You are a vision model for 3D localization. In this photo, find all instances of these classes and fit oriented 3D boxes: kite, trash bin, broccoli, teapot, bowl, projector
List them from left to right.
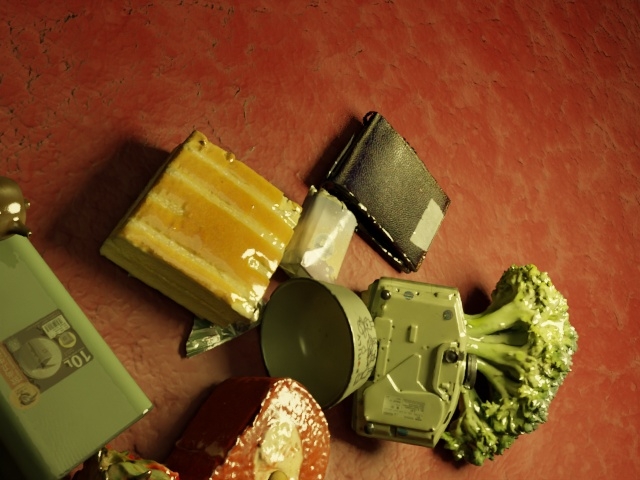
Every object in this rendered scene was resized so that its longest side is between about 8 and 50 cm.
[{"bbox_3d":[-0.360,-0.041,0.779,0.068,0.076,0.121,-12,47,-44],"label":"teapot"},{"bbox_3d":[-0.391,0.125,0.863,0.158,0.223,0.343,-37,95,-36],"label":"trash bin"},{"bbox_3d":[-0.188,0.080,1.137,0.250,0.012,0.229,23,60,-25],"label":"kite"},{"bbox_3d":[0.011,0.160,1.132,0.112,0.211,0.211,-3,76,-45],"label":"bowl"},{"bbox_3d":[0.160,0.206,1.179,0.194,0.088,0.269,8,95,6],"label":"projector"},{"bbox_3d":[0.296,0.160,1.323,0.397,0.275,0.353,45,49,5],"label":"broccoli"}]

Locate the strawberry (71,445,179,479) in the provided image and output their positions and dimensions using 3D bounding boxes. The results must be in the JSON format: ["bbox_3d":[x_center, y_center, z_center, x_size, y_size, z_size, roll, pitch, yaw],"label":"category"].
[{"bbox_3d":[-0.244,0.394,0.844,0.150,0.253,0.280,22,65,-22],"label":"strawberry"}]

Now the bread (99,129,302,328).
[{"bbox_3d":[-0.171,-0.016,1.111,0.246,0.111,0.239,36,56,-14],"label":"bread"}]

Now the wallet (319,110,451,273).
[{"bbox_3d":[0.134,-0.093,1.379,0.262,0.071,0.221,44,51,-18],"label":"wallet"}]

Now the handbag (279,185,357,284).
[{"bbox_3d":[0.000,0.000,1.228,0.117,0.095,0.173,53,48,-45],"label":"handbag"}]

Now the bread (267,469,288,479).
[{"bbox_3d":[-0.030,0.419,0.936,0.134,0.081,0.225,-51,122,-27],"label":"bread"}]

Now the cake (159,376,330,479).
[{"bbox_3d":[-0.110,0.335,1.026,0.177,0.151,0.283,53,52,-25],"label":"cake"}]
